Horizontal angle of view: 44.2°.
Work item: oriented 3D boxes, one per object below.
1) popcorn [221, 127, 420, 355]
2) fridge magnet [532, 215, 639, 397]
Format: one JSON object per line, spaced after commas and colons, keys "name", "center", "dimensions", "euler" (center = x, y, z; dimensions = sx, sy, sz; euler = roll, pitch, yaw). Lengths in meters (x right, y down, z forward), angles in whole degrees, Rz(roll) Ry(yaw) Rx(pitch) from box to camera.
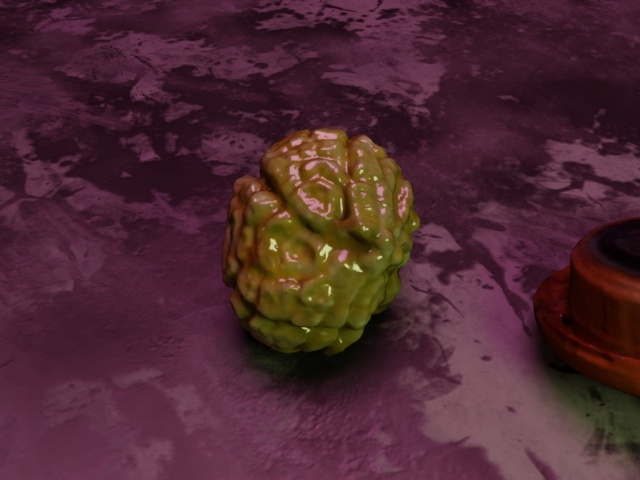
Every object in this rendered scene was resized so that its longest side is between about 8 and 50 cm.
{"name": "popcorn", "center": [0.000, 0.000, 0.945], "dimensions": [0.224, 0.257, 0.270], "euler": [19, 48, 15]}
{"name": "fridge magnet", "center": [0.429, 0.069, 0.897], "dimensions": [0.364, 0.155, 0.363], "euler": [-5, 19, 2]}
